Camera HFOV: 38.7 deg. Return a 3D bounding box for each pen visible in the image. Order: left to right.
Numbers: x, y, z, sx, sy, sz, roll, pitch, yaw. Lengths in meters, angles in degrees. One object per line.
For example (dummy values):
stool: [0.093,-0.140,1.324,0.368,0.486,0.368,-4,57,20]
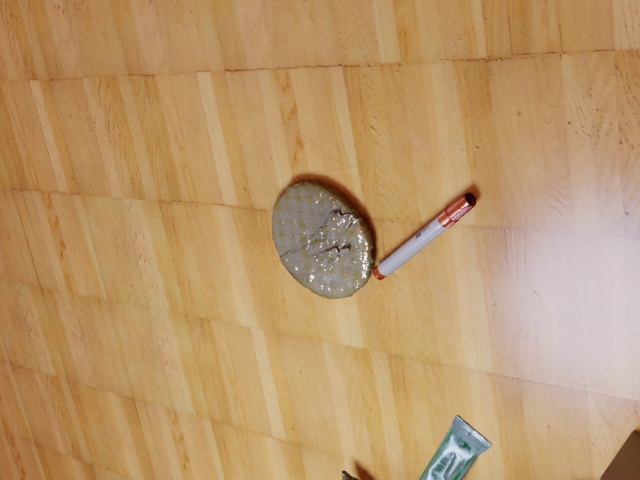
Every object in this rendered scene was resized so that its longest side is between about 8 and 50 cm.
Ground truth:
pen: [0.158,-0.003,1.415,0.028,0.028,0.239,53,135,6]

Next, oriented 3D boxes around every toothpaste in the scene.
toothpaste: [0.192,0.430,1.574,0.074,0.048,0.297,37,118,18]

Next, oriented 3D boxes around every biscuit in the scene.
biscuit: [-0.001,0.000,1.546,0.219,0.033,0.220,19,121,34]

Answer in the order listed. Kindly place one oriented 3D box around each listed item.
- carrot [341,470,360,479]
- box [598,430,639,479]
carrot: [0.143,0.565,1.683,0.342,0.070,0.070,52,134,7]
box: [0.461,0.350,1.268,0.129,0.130,0.051,31,130,24]
